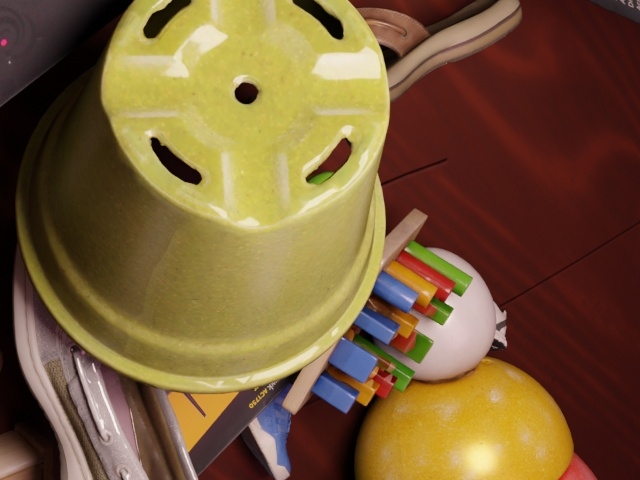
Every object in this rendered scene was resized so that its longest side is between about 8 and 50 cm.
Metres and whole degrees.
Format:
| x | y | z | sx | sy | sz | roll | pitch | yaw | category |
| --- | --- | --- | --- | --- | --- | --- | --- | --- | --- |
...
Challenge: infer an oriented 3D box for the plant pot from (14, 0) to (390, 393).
| x | y | z | sx | sy | sz | roll | pitch | yaw | category |
| --- | --- | --- | --- | --- | --- | --- | --- | --- | --- |
| -0.064 | -0.059 | 1.208 | 0.276 | 0.276 | 0.254 | -39 | 173 | -20 | plant pot |

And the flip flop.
| x | y | z | sx | sy | sz | roll | pitch | yaw | category |
| --- | --- | --- | --- | --- | --- | --- | --- | --- | --- |
| 0.049 | -0.163 | 1.473 | 0.277 | 0.112 | 0.080 | -28 | 106 | -27 | flip flop |

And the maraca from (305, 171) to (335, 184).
| x | y | z | sx | sy | sz | roll | pitch | yaw | category |
| --- | --- | --- | --- | --- | --- | --- | --- | --- | --- |
| 0.000 | 0.000 | 1.525 | 0.185 | 0.099 | 0.127 | -13 | 126 | -61 | maraca |

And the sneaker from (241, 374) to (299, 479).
| x | y | z | sx | sy | sz | roll | pitch | yaw | category |
| --- | --- | --- | --- | --- | --- | --- | --- | --- | --- |
| -0.034 | 0.147 | 1.611 | 0.084 | 0.058 | 0.152 | -33 | 128 | -14 | sneaker |

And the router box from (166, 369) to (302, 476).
| x | y | z | sx | sy | sz | roll | pitch | yaw | category |
| --- | --- | --- | --- | --- | --- | --- | --- | --- | --- |
| -0.115 | 0.115 | 1.491 | 0.179 | 0.046 | 0.133 | -45 | 119 | -14 | router box |

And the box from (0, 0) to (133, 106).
| x | y | z | sx | sy | sz | roll | pitch | yaw | category |
| --- | --- | --- | --- | --- | --- | --- | --- | --- | --- |
| -0.251 | -0.223 | 1.092 | 0.165 | 0.143 | 0.270 | -41 | 138 | -18 | box |

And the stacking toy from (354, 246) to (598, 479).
| x | y | z | sx | sy | sz | roll | pitch | yaw | category |
| --- | --- | --- | --- | --- | --- | --- | --- | --- | --- |
| 0.148 | 0.229 | 1.712 | 0.350 | 0.350 | 0.480 | -23 | 113 | -34 | stacking toy |

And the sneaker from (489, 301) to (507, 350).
| x | y | z | sx | sy | sz | roll | pitch | yaw | category |
| --- | --- | --- | --- | --- | --- | --- | --- | --- | --- |
| 0.147 | 0.070 | 1.766 | 0.109 | 0.040 | 0.044 | 36 | 56 | -44 | sneaker |

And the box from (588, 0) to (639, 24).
| x | y | z | sx | sy | sz | roll | pitch | yaw | category |
| --- | --- | --- | --- | --- | --- | --- | --- | --- | --- |
| 0.327 | -0.327 | 1.405 | 0.293 | 0.395 | 0.212 | -38 | 135 | -22 | box |

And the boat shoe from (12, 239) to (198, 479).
| x | y | z | sx | sy | sz | roll | pitch | yaw | category |
| --- | --- | --- | --- | --- | --- | --- | --- | --- | --- |
| -0.150 | 0.118 | 1.359 | 0.118 | 0.103 | 0.320 | -20 | 100 | -69 | boat shoe |

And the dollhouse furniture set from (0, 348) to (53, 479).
| x | y | z | sx | sy | sz | roll | pitch | yaw | category |
| --- | --- | --- | --- | --- | --- | --- | --- | --- | --- |
| -0.193 | 0.273 | 1.306 | 0.174 | 0.355 | 0.303 | -21 | 127 | -36 | dollhouse furniture set |

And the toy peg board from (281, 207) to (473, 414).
| x | y | z | sx | sy | sz | roll | pitch | yaw | category |
| --- | --- | --- | --- | --- | --- | --- | --- | --- | --- |
| 0.057 | 0.075 | 1.531 | 0.161 | 0.079 | 0.160 | -61 | 173 | 20 | toy peg board |
